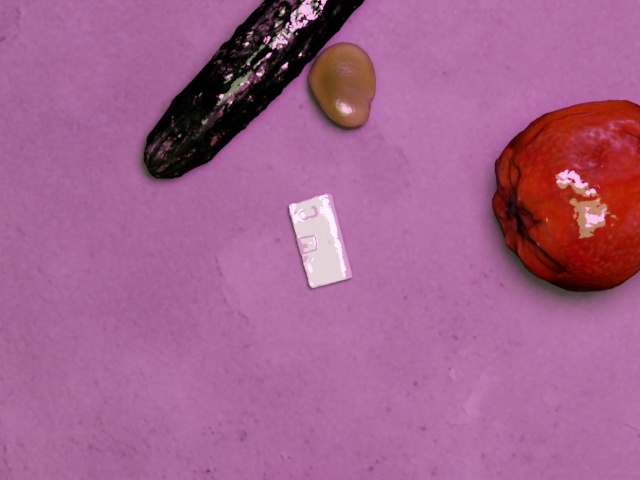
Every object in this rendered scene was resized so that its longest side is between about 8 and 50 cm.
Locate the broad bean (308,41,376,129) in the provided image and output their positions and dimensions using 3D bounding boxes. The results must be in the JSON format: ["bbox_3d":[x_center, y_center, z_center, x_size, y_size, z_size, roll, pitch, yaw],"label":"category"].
[{"bbox_3d":[0.021,-0.143,1.733,0.063,0.045,0.083,-7,81,0],"label":"broad bean"}]

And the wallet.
[{"bbox_3d":[0.000,0.000,1.745,0.044,0.011,0.083,-15,89,1],"label":"wallet"}]

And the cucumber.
[{"bbox_3d":[-0.052,-0.170,1.720,0.072,0.081,0.303,41,90,-27],"label":"cucumber"}]

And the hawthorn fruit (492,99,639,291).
[{"bbox_3d":[0.242,-0.044,1.676,0.173,0.173,0.179,40,64,2],"label":"hawthorn fruit"}]
